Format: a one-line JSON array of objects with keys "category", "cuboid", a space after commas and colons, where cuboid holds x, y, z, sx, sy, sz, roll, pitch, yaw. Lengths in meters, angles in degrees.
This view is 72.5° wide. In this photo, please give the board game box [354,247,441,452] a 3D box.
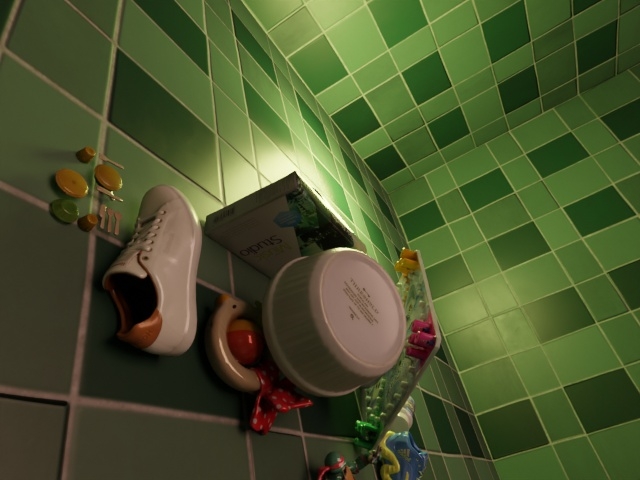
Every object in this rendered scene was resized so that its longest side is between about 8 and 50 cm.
[{"category": "board game box", "cuboid": [0.175, 0.266, 1.125, 0.050, 0.389, 0.390, 19, 28, -5]}]

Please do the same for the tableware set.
[{"category": "tableware set", "cuboid": [-0.350, -0.078, 0.656, 0.104, 0.024, 0.154, 35, 34, -49]}]

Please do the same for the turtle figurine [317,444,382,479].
[{"category": "turtle figurine", "cuboid": [0.063, 0.481, 0.844, 0.175, 0.118, 0.234, -46, 124, -56]}]

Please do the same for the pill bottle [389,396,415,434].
[{"category": "pill bottle", "cuboid": [0.243, 0.529, 1.323, 0.078, 0.078, 0.137, 63, 18, 1]}]

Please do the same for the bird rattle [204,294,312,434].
[{"category": "bird rattle", "cuboid": [-0.124, 0.205, 0.786, 0.207, 0.143, 0.253, 35, 44, -34]}]

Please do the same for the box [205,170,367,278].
[{"category": "box", "cuboid": [-0.063, -0.001, 0.984, 0.322, 0.232, 0.058, 41, 33, -47]}]

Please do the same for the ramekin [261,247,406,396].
[{"category": "ramekin", "cuboid": [0.039, 0.137, 0.791, 0.273, 0.127, 0.272, 22, 53, -33]}]

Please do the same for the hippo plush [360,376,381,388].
[{"category": "hippo plush", "cuboid": [0.036, 0.231, 1.038, 0.234, 0.294, 0.236, 16, 73, -39]}]

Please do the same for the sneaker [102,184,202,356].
[{"category": "sneaker", "cuboid": [-0.250, 0.019, 0.647, 0.123, 0.106, 0.290, 39, 31, -56]}]

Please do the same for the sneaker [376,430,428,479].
[{"category": "sneaker", "cuboid": [0.219, 0.595, 1.088, 0.091, 0.126, 0.240, 32, 35, -57]}]

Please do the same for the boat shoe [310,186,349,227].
[{"category": "boat shoe", "cuboid": [0.031, -0.047, 1.508, 0.306, 0.113, 0.105, 51, 9, 14]}]
